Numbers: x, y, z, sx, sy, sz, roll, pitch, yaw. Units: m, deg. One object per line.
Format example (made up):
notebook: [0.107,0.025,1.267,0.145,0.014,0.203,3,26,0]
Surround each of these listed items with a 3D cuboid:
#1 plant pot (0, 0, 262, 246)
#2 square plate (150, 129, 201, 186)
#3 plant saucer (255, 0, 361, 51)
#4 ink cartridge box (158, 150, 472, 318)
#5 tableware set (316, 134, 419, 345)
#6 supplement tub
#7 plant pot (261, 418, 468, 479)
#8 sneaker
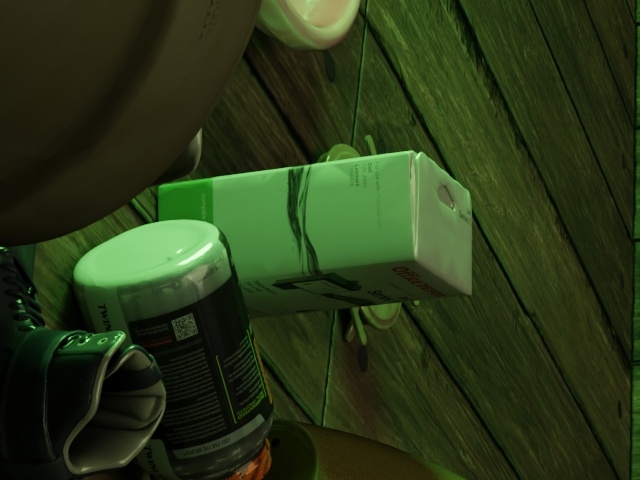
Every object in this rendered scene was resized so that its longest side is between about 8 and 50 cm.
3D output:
plant pot: [-0.224,-0.161,0.778,0.280,0.323,0.323,4,80,-59]
square plate: [-0.134,-0.193,1.006,0.344,0.049,0.347,169,-79,-68]
plant saucer: [-0.050,-0.332,1.631,0.332,0.084,0.332,-7,90,-69]
ink cartridge box: [0.000,0.000,1.470,0.160,0.219,0.093,28,58,-65]
tableware set: [0.032,-0.002,1.819,0.128,0.039,0.194,-32,109,-55]
supplement tub: [-0.102,0.091,1.321,0.117,0.117,0.190,-56,135,-60]
plant pot: [0.023,0.256,1.494,0.254,0.237,0.237,44,42,-40]
sneaker: [-0.165,0.056,1.104,0.086,0.163,0.226,60,30,-44]
